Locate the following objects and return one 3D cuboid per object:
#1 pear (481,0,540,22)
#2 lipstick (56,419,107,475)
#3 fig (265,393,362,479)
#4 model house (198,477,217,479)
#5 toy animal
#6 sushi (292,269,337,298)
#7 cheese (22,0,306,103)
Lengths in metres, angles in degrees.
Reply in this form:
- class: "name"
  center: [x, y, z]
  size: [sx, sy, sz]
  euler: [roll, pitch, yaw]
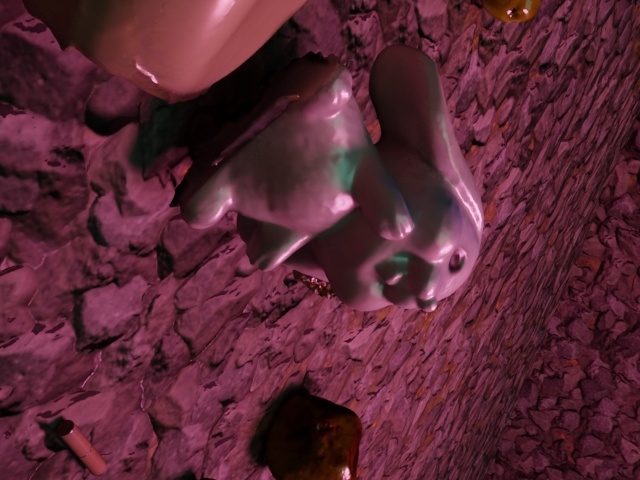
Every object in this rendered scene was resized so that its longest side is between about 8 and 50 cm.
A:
- class: "pear"
  center: [0.264, -0.346, 0.948]
  size: [0.092, 0.097, 0.092]
  euler: [-17, 148, -11]
- class: "lipstick"
  center: [-0.239, 0.210, 0.690]
  size: [0.019, 0.019, 0.094]
  euler: [-44, 147, -28]
- class: "fig"
  center: [-0.015, 0.314, 1.040]
  size: [0.165, 0.154, 0.144]
  euler: [-44, -179, 35]
- class: "model house"
  center: [-0.150, 0.484, 0.878]
  size: [0.154, 0.207, 0.294]
  euler: [-23, 133, -44]
- class: "toy animal"
  center: [0.017, -0.046, 0.660]
  size: [0.174, 0.248, 0.289]
  euler: [-78, 147, -52]
- class: "sushi"
  center: [0.000, 0.000, 0.822]
  size: [0.078, 0.090, 0.150]
  euler: [-47, 146, -30]
- class: "cheese"
  center: [-0.059, -0.199, 0.418]
  size: [0.233, 0.127, 0.266]
  euler: [-45, -171, 15]
